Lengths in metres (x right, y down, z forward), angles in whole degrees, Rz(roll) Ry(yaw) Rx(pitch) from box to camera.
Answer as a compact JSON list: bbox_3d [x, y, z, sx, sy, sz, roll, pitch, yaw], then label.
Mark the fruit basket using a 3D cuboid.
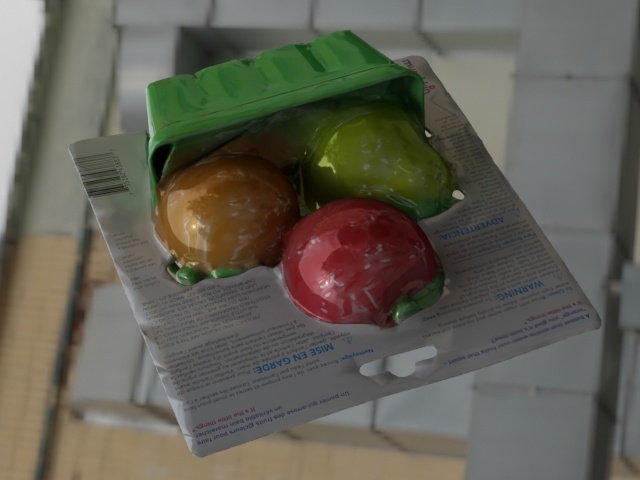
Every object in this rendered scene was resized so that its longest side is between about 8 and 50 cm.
[{"bbox_3d":[0.000,0.000,1.328,0.165,0.327,0.353,89,159,-51],"label":"fruit basket"}]
